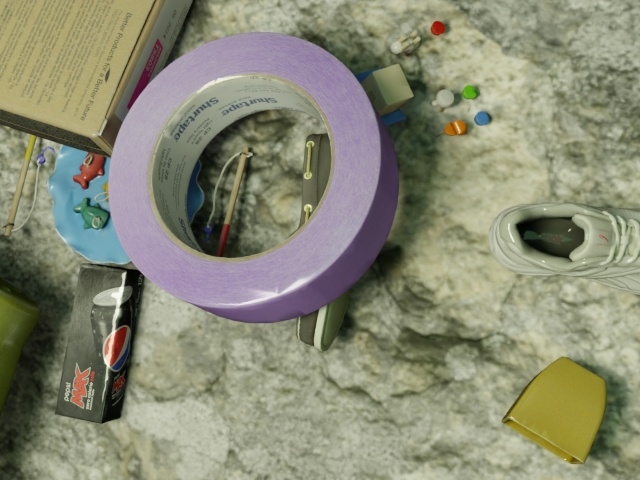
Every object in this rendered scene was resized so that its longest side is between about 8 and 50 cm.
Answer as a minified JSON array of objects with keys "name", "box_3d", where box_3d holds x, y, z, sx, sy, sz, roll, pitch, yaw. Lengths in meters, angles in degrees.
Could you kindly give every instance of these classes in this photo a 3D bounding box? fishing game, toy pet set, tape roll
[{"name":"fishing game","box_3d":[-0.215,-0.067,1.033,0.264,0.041,0.189,11,74,12]},{"name":"toy pet set","box_3d":[0.095,-0.152,0.993,0.114,0.065,0.122,-21,84,-26]},{"name":"tape roll","box_3d":[-0.065,-0.061,0.924,0.274,0.090,0.275,-4,75,16]}]

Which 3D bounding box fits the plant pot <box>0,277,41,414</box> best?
[{"name":"plant pot","box_3d":[-0.479,0.155,0.954,0.366,0.366,0.353,30,81,12]}]

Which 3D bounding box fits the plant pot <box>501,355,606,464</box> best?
[{"name":"plant pot","box_3d":[0.236,0.162,0.924,0.081,0.081,0.083,30,81,12]}]

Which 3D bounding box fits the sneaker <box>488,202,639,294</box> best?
[{"name":"sneaker","box_3d":[0.278,0.006,0.903,0.232,0.115,0.090,0,87,12]}]

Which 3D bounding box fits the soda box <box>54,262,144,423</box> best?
[{"name":"soda box","box_3d":[-0.241,0.112,1.035,0.060,0.053,0.169,9,89,12]}]

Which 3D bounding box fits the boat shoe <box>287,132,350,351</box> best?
[{"name":"boat shoe","box_3d":[0.000,0.000,0.983,0.068,0.081,0.228,8,81,15]}]

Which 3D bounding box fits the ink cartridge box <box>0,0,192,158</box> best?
[{"name":"ink cartridge box","box_3d":[-0.265,-0.226,1.023,0.193,0.088,0.235,19,77,11]}]
